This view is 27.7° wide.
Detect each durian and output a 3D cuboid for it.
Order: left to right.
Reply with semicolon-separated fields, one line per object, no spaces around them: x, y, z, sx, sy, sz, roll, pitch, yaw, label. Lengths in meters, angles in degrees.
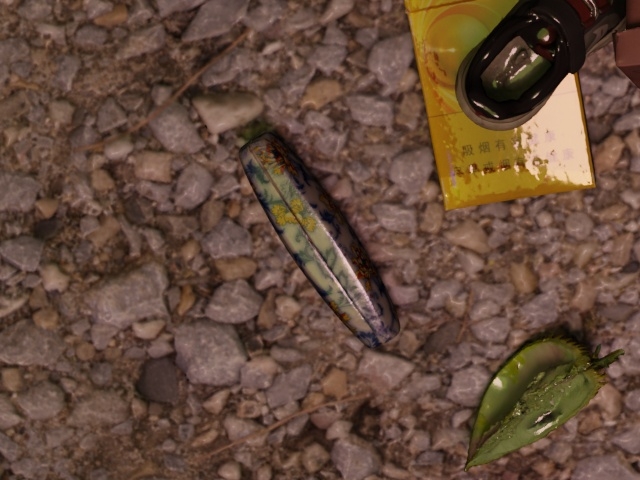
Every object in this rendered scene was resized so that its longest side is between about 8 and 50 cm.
0.224;0.154;1.288;0.086;0.100;0.215;42;118;-1;durian

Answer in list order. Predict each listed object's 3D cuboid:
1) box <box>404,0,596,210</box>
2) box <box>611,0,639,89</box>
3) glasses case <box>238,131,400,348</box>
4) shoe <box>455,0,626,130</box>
0.169;-0.171;1.246;0.152;0.043;0.269;-8;102;14;box
0.375;-0.167;1.078;0.215;0.215;0.086;-3;79;29;box
0.000;0.000;1.320;0.065;0.087;0.248;-32;93;9;glasses case
0.207;-0.185;1.152;0.099;0.112;0.227;41;110;-1;shoe
